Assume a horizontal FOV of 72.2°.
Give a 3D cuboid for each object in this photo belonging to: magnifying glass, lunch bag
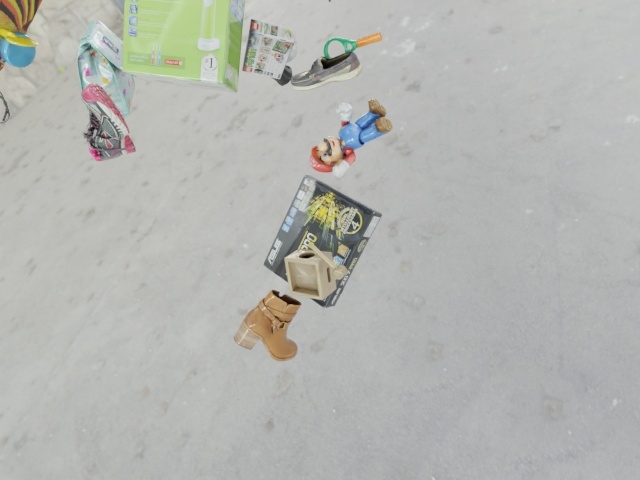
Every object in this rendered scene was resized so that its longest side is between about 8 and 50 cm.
[{"bbox_3d":[0.115,-0.715,1.607,0.230,0.092,0.026,-3,32,32],"label":"magnifying glass"},{"bbox_3d":[-0.736,-0.587,1.492,0.160,0.262,0.223,-6,44,-10],"label":"lunch bag"}]

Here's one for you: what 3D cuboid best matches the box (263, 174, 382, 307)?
[{"bbox_3d":[0.000,0.000,1.626,0.318,0.097,0.395,33,104,26],"label":"box"}]

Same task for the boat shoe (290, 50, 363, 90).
[{"bbox_3d":[0.012,-0.631,1.618,0.285,0.092,0.103,-3,50,25],"label":"boat shoe"}]

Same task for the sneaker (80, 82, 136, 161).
[{"bbox_3d":[-0.572,-0.292,1.157,0.112,0.299,0.121,-31,82,-20],"label":"sneaker"}]

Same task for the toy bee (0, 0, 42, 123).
[{"bbox_3d":[-0.663,-0.395,0.876,0.195,0.299,0.162,4,8,9],"label":"toy bee"}]

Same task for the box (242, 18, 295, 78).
[{"bbox_3d":[-0.142,-0.502,1.166,0.207,0.114,0.036,162,115,-74],"label":"box"}]

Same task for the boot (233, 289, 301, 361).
[{"bbox_3d":[-0.136,0.291,1.519,0.220,0.283,0.109,-52,35,9],"label":"boot"}]

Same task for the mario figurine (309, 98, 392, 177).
[{"bbox_3d":[0.079,-0.349,1.517,0.320,0.170,0.198,-33,26,29],"label":"mario figurine"}]

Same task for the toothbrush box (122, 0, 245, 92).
[{"bbox_3d":[-0.268,-0.462,0.882,0.206,0.283,0.122,7,11,3],"label":"toothbrush box"}]

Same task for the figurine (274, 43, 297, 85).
[{"bbox_3d":[-0.218,-0.861,2.018,0.092,0.209,0.215,-5,69,45],"label":"figurine"}]

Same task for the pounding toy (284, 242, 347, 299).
[{"bbox_3d":[0.002,0.079,1.338,0.206,0.181,0.094,5,23,34],"label":"pounding toy"}]
